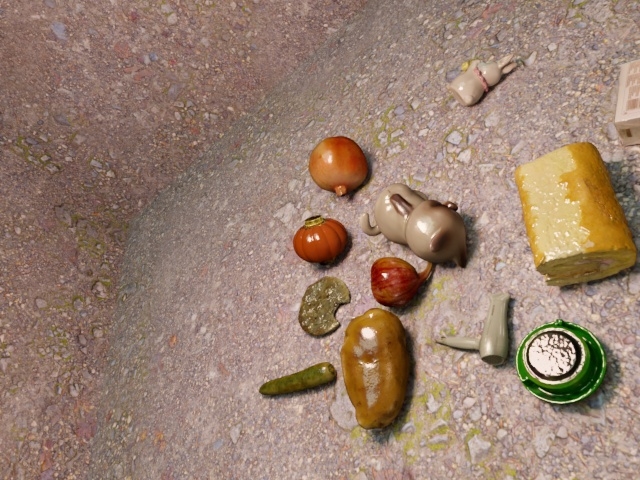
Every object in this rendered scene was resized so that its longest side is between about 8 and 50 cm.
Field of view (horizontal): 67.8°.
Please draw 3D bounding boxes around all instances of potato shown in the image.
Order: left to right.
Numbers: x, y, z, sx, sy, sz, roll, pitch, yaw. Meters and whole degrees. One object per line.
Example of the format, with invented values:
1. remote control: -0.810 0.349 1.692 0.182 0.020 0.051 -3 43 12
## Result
1. potato: 0.165 0.380 1.453 0.176 0.196 0.368 124 151 -58

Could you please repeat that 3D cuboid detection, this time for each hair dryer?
1. hair dryer: 0.431 0.259 1.375 0.237 0.075 0.206 -21 40 45

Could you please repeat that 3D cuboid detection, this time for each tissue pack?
1. tissue pack: 0.930 -0.393 1.309 0.185 0.124 0.225 -1 61 45

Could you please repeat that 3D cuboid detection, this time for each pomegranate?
1. pomegranate: 0.077 -0.305 2.027 0.229 0.252 0.270 -32 62 38

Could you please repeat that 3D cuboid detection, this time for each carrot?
1. carrot: -0.096 0.505 1.702 0.359 0.074 0.074 -26 45 32

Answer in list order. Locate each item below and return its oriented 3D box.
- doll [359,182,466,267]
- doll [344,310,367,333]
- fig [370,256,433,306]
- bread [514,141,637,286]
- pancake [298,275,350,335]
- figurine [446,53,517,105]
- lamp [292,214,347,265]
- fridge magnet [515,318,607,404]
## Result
1. doll: 0.328 -0.064 1.600 0.370 0.215 0.225 27 86 51
2. doll: 0.132 0.290 1.644 0.113 0.071 0.135 -46 33 -5
3. fig: 0.270 0.131 1.566 0.207 0.175 0.175 -4 54 13
4. bread: 0.678 -0.078 1.288 0.237 0.165 0.375 -22 46 30
5. pancake: 0.008 0.248 1.824 0.254 0.037 0.253 -27 43 29
6. figurine: 0.618 -0.634 1.833 0.236 0.127 0.155 -38 30 9
7. lamp: 0.000 0.000 1.900 0.223 0.196 0.223 -18 14 4
8. fridge magnet: 0.577 0.292 1.159 0.208 0.088 0.207 -26 45 29
